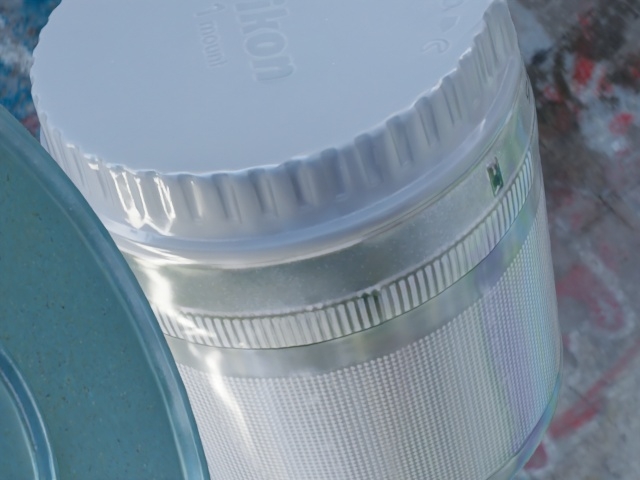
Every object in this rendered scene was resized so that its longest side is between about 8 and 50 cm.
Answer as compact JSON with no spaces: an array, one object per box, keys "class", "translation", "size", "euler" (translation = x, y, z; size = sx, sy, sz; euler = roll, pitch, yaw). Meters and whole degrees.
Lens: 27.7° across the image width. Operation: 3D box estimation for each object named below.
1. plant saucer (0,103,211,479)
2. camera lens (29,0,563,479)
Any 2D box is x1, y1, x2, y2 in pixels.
[{"class":"plant saucer","translation":[-0.112,0.060,0.324],"size":[0.044,0.317,0.317],"euler":[-24,120,23]},{"class":"camera lens","translation":[0.000,0.000,0.631],"size":[0.219,0.219,0.274],"euler":[-16,134,0]}]
